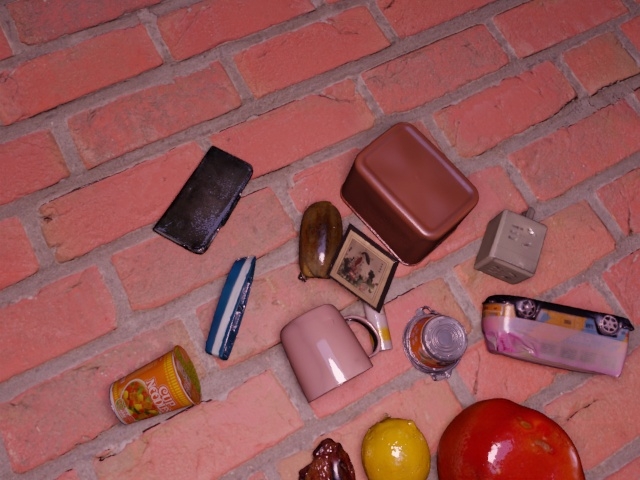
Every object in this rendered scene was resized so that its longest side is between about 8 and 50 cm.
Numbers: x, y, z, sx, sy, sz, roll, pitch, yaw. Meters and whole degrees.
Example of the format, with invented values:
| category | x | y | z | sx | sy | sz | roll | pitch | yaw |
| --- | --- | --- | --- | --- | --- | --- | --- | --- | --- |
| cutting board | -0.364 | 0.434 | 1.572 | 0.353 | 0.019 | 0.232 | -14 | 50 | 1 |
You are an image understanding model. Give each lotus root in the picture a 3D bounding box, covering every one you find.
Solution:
| category | x | y | z | sx | sy | sz | roll | pitch | yaw |
| --- | --- | --- | --- | --- | --- | --- | --- | --- | --- |
| lotus root | 0.000 | 0.000 | 1.454 | 0.124 | 0.123 | 0.241 | 7 | 75 | -13 |

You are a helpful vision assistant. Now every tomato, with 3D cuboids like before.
| category | x | y | z | sx | sy | sz | roll | pitch | yaw |
| --- | --- | --- | --- | --- | --- | --- | --- | --- | --- |
| tomato | 0.452 | 0.558 | 1.241 | 0.290 | 0.293 | 0.325 | -35 | 88 | -26 |

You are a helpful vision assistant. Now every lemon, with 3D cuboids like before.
| category | x | y | z | sx | sy | sz | roll | pitch | yaw |
| --- | --- | --- | --- | --- | --- | --- | --- | --- | --- |
| lemon | 0.188 | 0.547 | 1.275 | 0.173 | 0.173 | 0.206 | 1 | 88 | -5 |

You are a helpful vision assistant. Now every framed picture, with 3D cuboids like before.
| category | x | y | z | sx | sy | sz | roll | pitch | yaw |
| --- | --- | --- | --- | --- | --- | --- | --- | --- | --- |
| framed picture | 0.123 | 0.076 | 1.427 | 0.199 | 0.010 | 0.195 | 37 | 56 | -14 |

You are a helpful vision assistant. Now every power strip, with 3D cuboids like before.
| category | x | y | z | sx | sy | sz | roll | pitch | yaw |
| --- | --- | --- | --- | --- | --- | --- | --- | --- | --- |
| power strip | 0.566 | -0.005 | 1.495 | 0.140 | 0.139 | 0.224 | 22 | 72 | 3 |

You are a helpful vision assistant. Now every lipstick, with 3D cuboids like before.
| category | x | y | z | sx | sy | sz | roll | pitch | yaw |
| --- | --- | --- | --- | --- | --- | --- | --- | --- | --- |
| lipstick | 0.150 | 0.181 | 1.443 | 0.059 | 0.059 | 0.264 | -8 | 74 | -8 |

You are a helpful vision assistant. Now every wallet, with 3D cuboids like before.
| category | x | y | z | sx | sy | sz | roll | pitch | yaw |
| --- | --- | --- | --- | --- | --- | --- | --- | --- | --- |
| wallet | -0.336 | -0.121 | 1.502 | 0.172 | 0.045 | 0.318 | 27 | 73 | 7 |

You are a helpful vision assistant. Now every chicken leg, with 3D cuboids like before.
| category | x | y | z | sx | sy | sz | roll | pitch | yaw |
| --- | --- | --- | --- | --- | --- | --- | --- | --- | --- |
| chicken leg | 0.012 | 0.671 | 1.275 | 0.177 | 0.083 | 0.322 | -7 | 72 | 2 |

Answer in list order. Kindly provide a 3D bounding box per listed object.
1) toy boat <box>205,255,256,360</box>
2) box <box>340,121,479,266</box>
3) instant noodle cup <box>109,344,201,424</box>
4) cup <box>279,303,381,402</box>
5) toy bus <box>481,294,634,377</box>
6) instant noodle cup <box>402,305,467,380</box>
| category | x | y | z | sx | sy | sz | roll | pitch | yaw |
| --- | --- | --- | --- | --- | --- | --- | --- | --- | --- |
| toy boat | -0.242 | 0.175 | 1.395 | 0.061 | 0.096 | 0.299 | 13 | 70 | 8 |
| box | 0.252 | -0.135 | 1.462 | 0.239 | 0.229 | 0.339 | -40 | 80 | -16 |
| instant noodle cup | -0.422 | 0.376 | 1.292 | 0.185 | 0.168 | 0.168 | -22 | 76 | -4 |
| cup | 0.034 | 0.276 | 1.341 | 0.253 | 0.191 | 0.200 | -23 | 73 | -20 |
| toy bus | 0.637 | 0.266 | 1.404 | 0.386 | 0.171 | 0.162 | 12 | 76 | -1 |
| instant noodle cup | 0.327 | 0.275 | 1.394 | 0.177 | 0.125 | 0.208 | -25 | 77 | -12 |
